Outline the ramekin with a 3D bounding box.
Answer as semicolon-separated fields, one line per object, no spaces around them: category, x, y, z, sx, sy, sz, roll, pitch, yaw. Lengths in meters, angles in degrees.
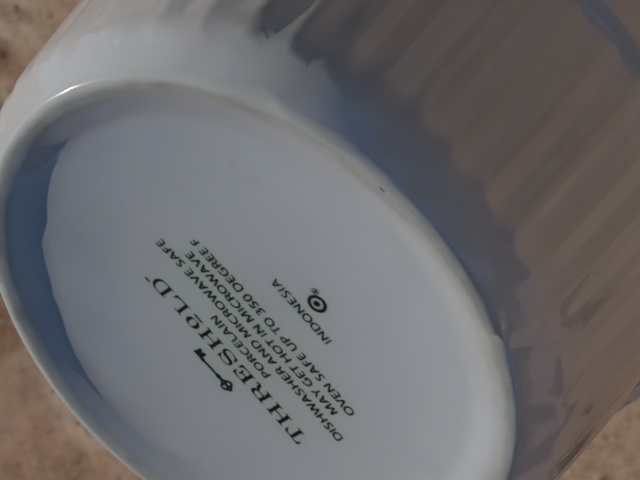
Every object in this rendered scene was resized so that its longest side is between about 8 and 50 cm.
ramekin;0.000;0.000;0.585;0.273;0.127;0.273;18;132;21
